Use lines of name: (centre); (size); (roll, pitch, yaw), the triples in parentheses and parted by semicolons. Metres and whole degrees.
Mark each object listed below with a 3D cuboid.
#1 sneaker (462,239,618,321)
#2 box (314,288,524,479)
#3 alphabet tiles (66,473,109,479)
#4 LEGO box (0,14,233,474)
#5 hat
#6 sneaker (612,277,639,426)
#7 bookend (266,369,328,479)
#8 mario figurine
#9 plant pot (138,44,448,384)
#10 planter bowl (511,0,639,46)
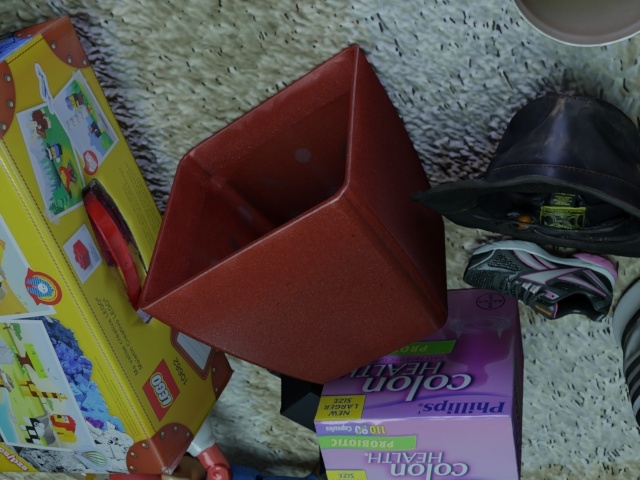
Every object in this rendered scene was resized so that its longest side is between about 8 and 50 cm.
sneaker: (0.254, 0.052, 1.168); (0.178, 0.077, 0.072); (4, 139, 10)
box: (0.125, 0.172, 1.184); (0.214, 0.243, 0.117); (-3, 122, 15)
alphabet tiles: (-0.334, 0.294, 1.501); (0.237, 0.009, 0.198); (29, 123, -8)
LEGO box: (-0.380, 0.030, 1.197); (0.373, 0.193, 0.500); (-6, 121, 27)
hat: (0.254, -0.072, 1.028); (0.331, 0.331, 0.133); (12, 85, 4)
sneaker: (0.483, 0.053, 1.022); (0.169, 0.257, 0.447); (32, 123, -9)
bookend: (0.013, 0.235, 1.278); (0.156, 0.157, 0.072); (32, 124, -29)
mario figurine: (-0.137, 0.339, 1.441); (0.321, 0.170, 0.198); (8, 88, -8)
plant pot: (0.000, 0.000, 1.103); (0.267, 0.267, 0.236); (-29, 122, 27)
planter bowl: (0.255, -0.277, 0.947); (0.162, 0.109, 0.162); (6, 123, 9)
